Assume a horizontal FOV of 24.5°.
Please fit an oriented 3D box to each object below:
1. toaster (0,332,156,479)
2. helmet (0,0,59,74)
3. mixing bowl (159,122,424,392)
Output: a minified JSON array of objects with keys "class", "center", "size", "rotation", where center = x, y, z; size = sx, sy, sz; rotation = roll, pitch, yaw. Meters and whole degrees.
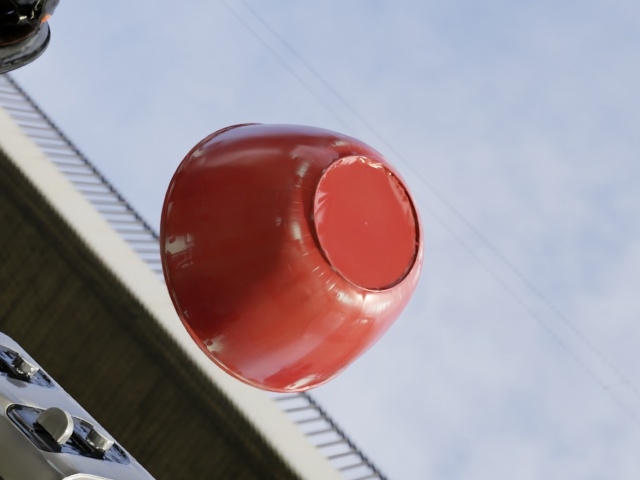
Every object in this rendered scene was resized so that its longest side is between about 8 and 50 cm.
[{"class":"toaster","center":[-0.215,0.154,0.856],"size":[0.168,0.110,0.186],"rotation":[39,-90,31]},{"class":"helmet","center":[-0.239,-0.198,0.929],"size":[0.161,0.169,0.169],"rotation":[45,-72,20]},{"class":"mixing bowl","center":[0.000,0.000,0.933],"size":[0.098,0.181,0.181],"rotation":[-19,-101,48]}]
